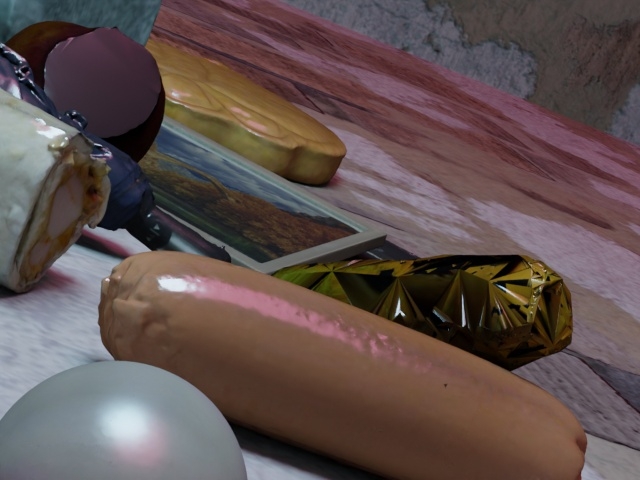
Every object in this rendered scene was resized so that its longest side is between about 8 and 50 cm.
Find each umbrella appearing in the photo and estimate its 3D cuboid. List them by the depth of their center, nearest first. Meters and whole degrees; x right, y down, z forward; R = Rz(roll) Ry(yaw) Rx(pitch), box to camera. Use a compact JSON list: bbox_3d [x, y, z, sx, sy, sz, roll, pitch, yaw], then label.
[{"bbox_3d":[-0.156,-0.051,1.312,0.248,0.071,0.071,36,8,-12],"label":"umbrella"}]

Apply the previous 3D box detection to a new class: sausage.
[{"bbox_3d":[0.015,0.080,1.091,0.289,0.086,0.086,23,11,-14],"label":"sausage"}]

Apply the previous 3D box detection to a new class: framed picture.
[{"bbox_3d":[-0.093,-0.039,1.524,0.250,0.016,0.184,30,23,25],"label":"framed picture"}]

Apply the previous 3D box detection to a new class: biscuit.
[{"bbox_3d":[-0.131,-0.144,1.940,0.351,0.057,0.312,19,10,-23],"label":"biscuit"}]

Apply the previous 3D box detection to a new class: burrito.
[{"bbox_3d":[-0.266,-0.075,1.195,0.299,0.105,0.143,27,0,20],"label":"burrito"}]

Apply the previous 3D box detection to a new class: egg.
[{"bbox_3d":[-0.079,0.097,0.754,0.103,0.103,0.135,23,9,-4],"label":"egg"}]

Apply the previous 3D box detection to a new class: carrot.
[{"bbox_3d":[0.049,0.042,1.190,0.228,0.069,0.069,-1,-9,44],"label":"carrot"}]

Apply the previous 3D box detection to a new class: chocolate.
[{"bbox_3d":[-0.184,-0.091,1.417,0.127,0.124,0.133,-8,-18,-30],"label":"chocolate"}]

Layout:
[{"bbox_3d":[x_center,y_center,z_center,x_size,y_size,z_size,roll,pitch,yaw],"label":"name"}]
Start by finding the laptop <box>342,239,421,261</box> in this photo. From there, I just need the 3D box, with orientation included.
[{"bbox_3d":[0.000,0.000,1.591,0.207,0.026,0.154,27,12,19],"label":"laptop"}]

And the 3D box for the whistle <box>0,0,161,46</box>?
[{"bbox_3d":[-0.287,-0.171,1.529,0.168,0.188,0.404,27,45,27],"label":"whistle"}]
